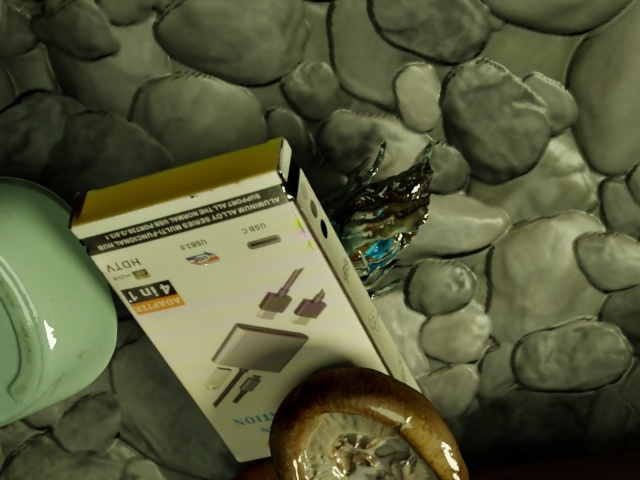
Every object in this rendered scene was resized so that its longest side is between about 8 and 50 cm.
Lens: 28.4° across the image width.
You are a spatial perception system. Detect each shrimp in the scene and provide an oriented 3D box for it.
[{"bbox_3d":[0.001,0.002,0.774,0.174,0.082,0.076,-26,146,21],"label":"shrimp"}]

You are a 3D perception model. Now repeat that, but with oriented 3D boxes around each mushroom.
[{"bbox_3d":[0.029,0.127,0.737,0.123,0.052,0.123,9,120,16],"label":"mushroom"}]

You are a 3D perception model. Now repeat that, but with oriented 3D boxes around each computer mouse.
[{"bbox_3d":[-0.258,0.048,0.786,0.289,0.097,0.159,-14,109,21],"label":"computer mouse"}]

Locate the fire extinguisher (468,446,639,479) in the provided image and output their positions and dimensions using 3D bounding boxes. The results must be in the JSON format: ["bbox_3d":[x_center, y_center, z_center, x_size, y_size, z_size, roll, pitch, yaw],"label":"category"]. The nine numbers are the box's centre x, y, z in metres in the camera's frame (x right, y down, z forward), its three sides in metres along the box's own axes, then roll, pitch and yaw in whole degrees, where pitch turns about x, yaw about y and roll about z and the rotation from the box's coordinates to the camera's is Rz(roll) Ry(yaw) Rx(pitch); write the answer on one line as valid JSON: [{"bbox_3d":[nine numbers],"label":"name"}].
[{"bbox_3d":[0.166,0.198,0.784,0.337,0.114,0.135,-8,76,8],"label":"fire extinguisher"}]

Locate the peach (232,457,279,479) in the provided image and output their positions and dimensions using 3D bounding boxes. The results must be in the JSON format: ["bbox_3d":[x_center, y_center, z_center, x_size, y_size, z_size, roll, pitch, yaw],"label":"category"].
[{"bbox_3d":[-0.016,0.181,0.820,0.098,0.061,0.098,33,143,30],"label":"peach"}]

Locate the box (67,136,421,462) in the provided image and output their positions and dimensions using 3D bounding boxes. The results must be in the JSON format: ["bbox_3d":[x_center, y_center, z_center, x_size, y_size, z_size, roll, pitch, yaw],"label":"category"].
[{"bbox_3d":[-0.031,0.052,0.743,0.129,0.033,0.247,-15,130,18],"label":"box"}]
